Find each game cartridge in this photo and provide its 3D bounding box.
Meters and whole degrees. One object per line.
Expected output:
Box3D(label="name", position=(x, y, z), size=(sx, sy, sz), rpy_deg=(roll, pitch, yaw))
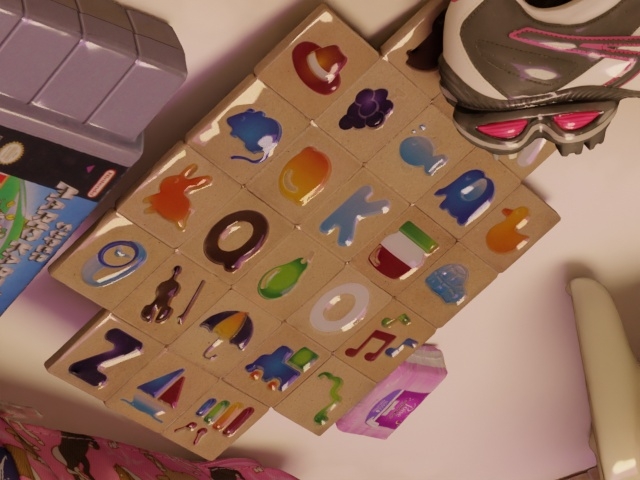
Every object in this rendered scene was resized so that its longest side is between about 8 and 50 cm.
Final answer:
Box3D(label="game cartridge", position=(-0.260, -0.021, 1.082), size=(0.230, 0.068, 0.355), rpy_deg=(21, 127, -34))

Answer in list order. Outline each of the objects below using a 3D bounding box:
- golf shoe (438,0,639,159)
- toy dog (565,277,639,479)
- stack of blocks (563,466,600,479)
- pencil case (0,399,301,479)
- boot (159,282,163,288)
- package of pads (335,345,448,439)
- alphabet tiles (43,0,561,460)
Box3D(label="golf shoe", position=(0.201, -0.131, 1.108), size=(0.273, 0.105, 0.120), rpy_deg=(-14, 127, -14))
Box3D(label="toy dog", position=(0.404, 0.163, 1.327), size=(0.408, 0.395, 0.284), rpy_deg=(-13, 133, 5))
Box3D(label="stack of blocks", position=(0.190, 0.292, 1.619), size=(0.297, 0.087, 0.171), rpy_deg=(-20, 142, 1))
Box3D(label="pencil case", position=(-0.140, 0.211, 1.281), size=(0.167, 0.160, 0.386), rpy_deg=(-54, 144, 9))
Box3D(label="boot", position=(-0.065, 0.020, 1.220), size=(0.099, 0.045, 0.121), rpy_deg=(-10, 147, -8))
Box3D(label="package of pads", position=(0.050, 0.108, 1.384), size=(0.050, 0.032, 0.083), rpy_deg=(14, 131, -33))
Box3D(label="alphabet tiles", position=(0.000, 0.000, 1.200), size=(0.342, 0.011, 0.285), rpy_deg=(-43, 137, 11))
